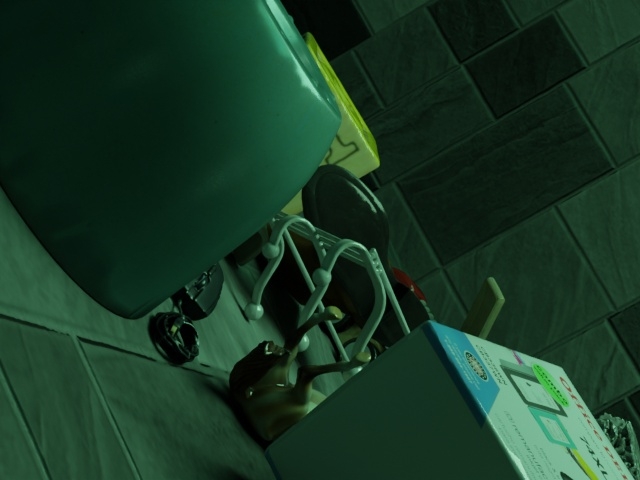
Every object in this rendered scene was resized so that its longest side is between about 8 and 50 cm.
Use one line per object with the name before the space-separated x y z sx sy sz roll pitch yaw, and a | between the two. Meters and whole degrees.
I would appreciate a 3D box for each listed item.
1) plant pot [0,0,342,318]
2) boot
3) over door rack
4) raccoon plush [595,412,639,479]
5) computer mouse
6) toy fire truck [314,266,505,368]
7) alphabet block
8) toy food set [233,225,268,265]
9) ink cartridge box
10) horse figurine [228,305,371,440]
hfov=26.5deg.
plant pot | -0.125 -0.118 1.134 0.293 0.235 0.293 59 7 -12
boot | 0.000 0.000 1.681 0.264 0.096 0.280 53 -15 -28
over door rack | 0.031 0.107 1.455 0.324 0.108 0.239 53 -14 -30
raccoon plush | 0.230 0.343 1.556 0.446 0.299 0.216 -9 83 -76
computer mouse | -0.119 0.052 1.258 0.071 0.041 0.242 58 8 -17
toy fire truck | 0.138 0.117 1.898 0.217 0.246 0.158 64 8 25
alphabet block | -0.051 -0.149 1.864 0.193 0.197 0.192 58 8 -13
toy food set | -0.163 -0.131 1.558 0.306 0.092 0.219 48 26 -52
ink cartridge box | 0.133 0.223 1.196 0.270 0.197 0.198 21 33 -54
horse figurine | 0.000 0.158 1.295 0.263 0.174 0.066 36 28 -38
